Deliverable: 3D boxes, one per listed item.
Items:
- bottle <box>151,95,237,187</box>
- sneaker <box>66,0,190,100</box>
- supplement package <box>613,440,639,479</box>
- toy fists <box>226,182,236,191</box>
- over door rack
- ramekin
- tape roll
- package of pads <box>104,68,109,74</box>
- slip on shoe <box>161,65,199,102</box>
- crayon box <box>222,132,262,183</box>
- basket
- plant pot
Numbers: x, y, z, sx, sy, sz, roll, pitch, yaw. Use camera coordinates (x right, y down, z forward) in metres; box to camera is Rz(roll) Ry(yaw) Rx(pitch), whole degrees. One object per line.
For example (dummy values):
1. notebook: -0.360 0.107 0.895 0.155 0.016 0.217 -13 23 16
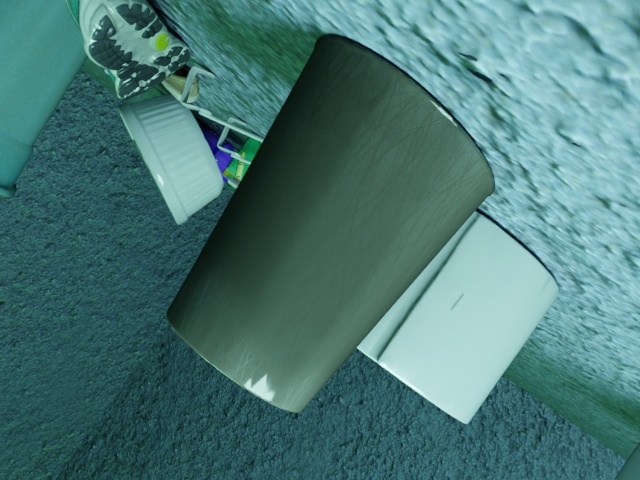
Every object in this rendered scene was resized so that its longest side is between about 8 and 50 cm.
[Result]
1. bottle: -0.293 -0.230 1.544 0.282 0.092 0.118 36 180 9
2. sneaker: -0.227 -0.248 0.760 0.110 0.107 0.275 55 173 3
3. supplement package: 0.475 0.413 0.880 0.177 0.293 0.175 36 177 17
4. toy fists: -0.165 -0.111 1.791 0.142 0.096 0.279 39 180 -34
5. over door rack: -0.055 -0.086 0.947 0.324 0.108 0.239 36 176 7
6. ramekin: -0.306 -0.181 1.365 0.273 0.127 0.273 58 169 19
7. tape roll: 0.105 0.055 0.704 0.246 0.169 0.246 36 176 3
8. package of pads: -0.254 -0.248 0.903 0.032 0.083 0.050 40 177 42
9. slip on shoe: -0.229 -0.256 0.955 0.135 0.051 0.041 43 140 20
10. crayon box: -0.096 -0.112 1.238 0.165 0.081 0.278 36 177 -11
11. basket: 0.000 0.000 0.496 0.154 0.227 0.204 34 175 40
12. plant pot: -0.559 -0.306 1.072 0.341 0.334 0.341 37 177 2
